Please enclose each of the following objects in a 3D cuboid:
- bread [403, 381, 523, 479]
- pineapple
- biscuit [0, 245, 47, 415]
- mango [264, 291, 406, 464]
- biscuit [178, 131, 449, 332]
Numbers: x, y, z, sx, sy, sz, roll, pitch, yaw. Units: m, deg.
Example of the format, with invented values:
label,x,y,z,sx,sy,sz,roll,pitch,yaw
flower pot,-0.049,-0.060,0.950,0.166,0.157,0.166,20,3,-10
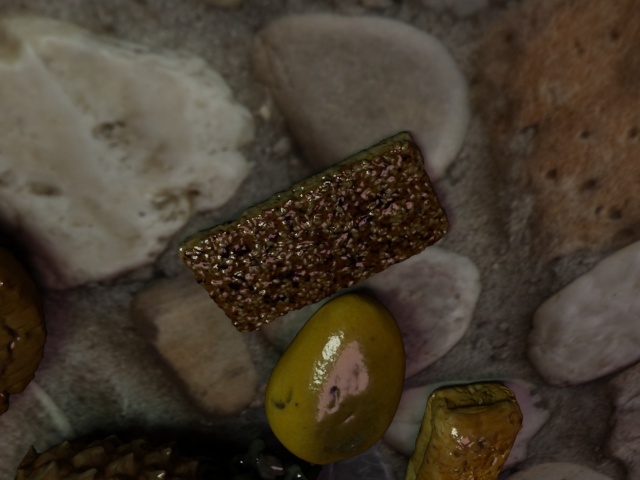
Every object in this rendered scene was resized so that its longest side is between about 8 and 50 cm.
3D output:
label,x,y,z,sx,sy,sz,roll,pitch,yaw
bread,0.166,0.263,0.878,0.114,0.083,0.210,-6,130,-16
pineapple,-0.140,0.306,0.764,0.358,0.223,0.222,3,127,-31
biscuit,-0.353,0.105,0.564,0.296,0.075,0.295,-25,146,-18
mango,0.017,0.139,0.730,0.137,0.098,0.195,3,122,-12
biscuit,0.000,0.000,0.661,0.231,0.025,0.131,-27,130,7
